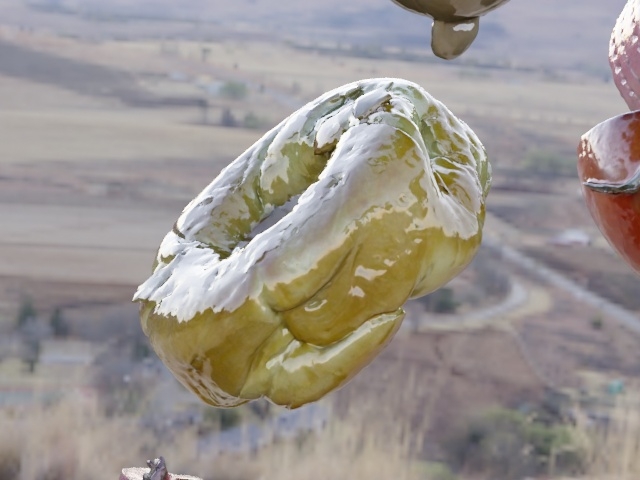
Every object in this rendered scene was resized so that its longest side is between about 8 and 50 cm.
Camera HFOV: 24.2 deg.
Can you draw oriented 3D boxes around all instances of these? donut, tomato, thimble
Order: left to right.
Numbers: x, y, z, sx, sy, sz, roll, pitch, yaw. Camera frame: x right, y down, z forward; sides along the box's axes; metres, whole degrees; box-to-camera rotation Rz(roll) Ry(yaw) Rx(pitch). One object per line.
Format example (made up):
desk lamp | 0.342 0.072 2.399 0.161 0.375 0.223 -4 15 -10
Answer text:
donut | 0.000 0.000 1.356 0.360 0.170 0.360 -35 21 16
thimble | 0.440 -0.227 1.791 0.163 0.125 0.189 5 54 -11
tomato | 0.405 -0.014 1.469 0.309 0.170 0.309 9 -25 4

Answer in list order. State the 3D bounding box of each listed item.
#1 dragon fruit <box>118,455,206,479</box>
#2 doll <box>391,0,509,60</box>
dragon fruit | -0.029 0.343 1.281 0.371 0.249 0.386 20 -5 -26
doll | 0.156 -0.324 1.296 0.174 0.235 0.330 16 56 35
